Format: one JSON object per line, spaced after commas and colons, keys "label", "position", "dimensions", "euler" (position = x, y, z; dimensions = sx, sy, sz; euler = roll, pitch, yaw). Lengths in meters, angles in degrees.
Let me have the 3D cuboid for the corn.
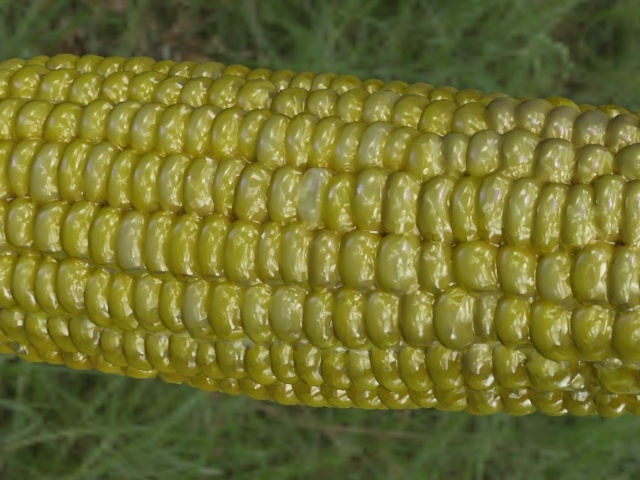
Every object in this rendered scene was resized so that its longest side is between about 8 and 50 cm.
{"label": "corn", "position": [0.000, 0.000, 0.492], "dimensions": [0.093, 0.244, 0.093], "euler": [7, 90, -70]}
